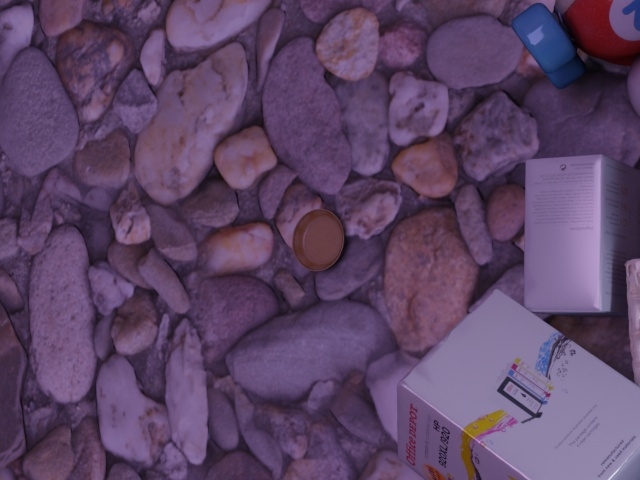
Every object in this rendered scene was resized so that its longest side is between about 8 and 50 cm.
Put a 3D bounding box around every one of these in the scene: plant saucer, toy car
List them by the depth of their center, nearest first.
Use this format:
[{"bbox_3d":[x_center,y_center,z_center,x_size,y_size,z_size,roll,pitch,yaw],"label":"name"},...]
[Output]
[{"bbox_3d":[0.367,-0.195,1.310,0.219,0.210,0.238,-36,78,13],"label":"toy car"},{"bbox_3d":[0.000,0.000,1.631,0.083,0.015,0.083,-5,81,33],"label":"plant saucer"}]

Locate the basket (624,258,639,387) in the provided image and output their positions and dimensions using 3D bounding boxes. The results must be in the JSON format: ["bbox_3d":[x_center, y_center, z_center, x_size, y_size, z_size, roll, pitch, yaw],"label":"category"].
[{"bbox_3d":[0.395,0.094,1.301,0.113,0.103,0.167,-8,81,34],"label":"basket"}]

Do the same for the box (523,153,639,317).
[{"bbox_3d":[0.293,-0.001,1.364,0.091,0.130,0.170,-1,84,33],"label":"box"}]

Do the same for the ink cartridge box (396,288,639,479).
[{"bbox_3d":[0.219,0.208,1.317,0.233,0.171,0.168,36,61,27],"label":"ink cartridge box"}]
